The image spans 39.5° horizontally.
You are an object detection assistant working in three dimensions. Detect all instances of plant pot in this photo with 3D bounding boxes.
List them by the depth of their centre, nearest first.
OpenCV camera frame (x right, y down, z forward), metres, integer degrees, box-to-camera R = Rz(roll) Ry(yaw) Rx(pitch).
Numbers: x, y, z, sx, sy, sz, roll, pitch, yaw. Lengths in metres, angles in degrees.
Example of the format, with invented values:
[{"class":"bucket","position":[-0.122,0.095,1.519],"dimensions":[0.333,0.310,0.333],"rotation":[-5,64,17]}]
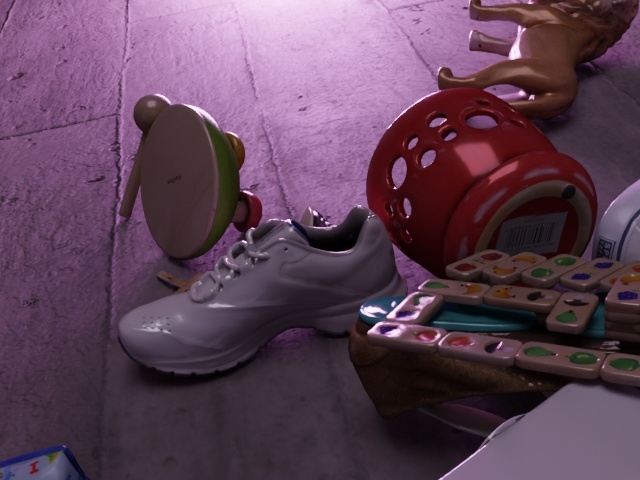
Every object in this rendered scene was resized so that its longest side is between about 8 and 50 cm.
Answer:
[{"class":"plant pot","position":[0.164,-0.035,0.897],"dimensions":[0.191,0.191,0.174],"rotation":[-20,39,-14]}]

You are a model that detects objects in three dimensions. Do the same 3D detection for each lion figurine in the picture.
[{"class":"lion figurine","position":[0.313,-0.258,1.267],"dimensions":[0.240,0.142,0.392],"rotation":[10,52,16]}]

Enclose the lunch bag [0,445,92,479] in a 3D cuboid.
[{"class":"lunch bag","position":[-0.254,0.243,0.684],"dimensions":[0.151,0.096,0.129],"rotation":[-19,34,13]}]

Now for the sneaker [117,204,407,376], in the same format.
[{"class":"sneaker","position":[-0.063,0.042,0.896],"dimensions":[0.297,0.129,0.111],"rotation":[-17,36,-8]}]

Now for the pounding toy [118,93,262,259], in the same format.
[{"class":"pounding toy","position":[-0.144,-0.078,1.097],"dimensions":[0.110,0.183,0.237],"rotation":[-2,20,-38]}]

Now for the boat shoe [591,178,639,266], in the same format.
[{"class":"boat shoe","position":[0.446,-0.056,0.897],"dimensions":[0.367,0.136,0.156],"rotation":[-34,39,-27]}]

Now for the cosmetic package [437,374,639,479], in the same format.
[{"class":"cosmetic package","position":[0.231,0.246,0.481],"dimensions":[0.197,0.155,0.365],"rotation":[-27,36,-24]}]

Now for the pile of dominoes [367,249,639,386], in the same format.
[{"class":"pile of dominoes","position":[0.186,0.037,0.679],"dimensions":[0.251,0.040,0.196],"rotation":[5,24,30]}]

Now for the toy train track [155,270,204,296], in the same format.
[{"class":"toy train track","position":[-0.160,0.052,1.014],"dimensions":[0.048,0.014,0.083],"rotation":[-40,37,-27]}]

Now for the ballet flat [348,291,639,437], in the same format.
[{"class":"ballet flat","position":[0.194,0.106,0.730],"dimensions":[0.342,0.124,0.116],"rotation":[-4,15,10]}]

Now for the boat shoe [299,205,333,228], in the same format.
[{"class":"boat shoe","position":[-0.001,0.002,1.020],"dimensions":[0.042,0.049,0.133],"rotation":[13,22,-16]}]
